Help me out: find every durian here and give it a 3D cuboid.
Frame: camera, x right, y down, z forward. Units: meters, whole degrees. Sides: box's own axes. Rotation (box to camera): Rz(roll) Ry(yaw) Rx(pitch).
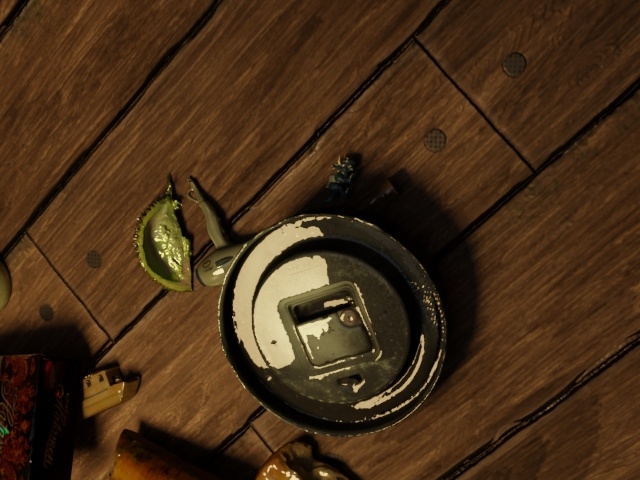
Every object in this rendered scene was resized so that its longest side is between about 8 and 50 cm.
[{"bbox_3d":[-0.285,-0.004,1.651,0.100,0.086,0.215,-12,100,-9],"label":"durian"}]

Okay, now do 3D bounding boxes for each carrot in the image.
[{"bbox_3d":[-0.266,0.443,1.666,0.302,0.114,0.114,21,108,31],"label":"carrot"}]

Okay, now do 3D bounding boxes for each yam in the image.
[{"bbox_3d":[0.000,0.000,1.532,0.327,0.045,0.045,-37,55,24],"label":"yam"}]

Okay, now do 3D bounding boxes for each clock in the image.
[{"bbox_3d":[0.023,0.132,1.500,0.386,0.076,0.386,5,108,16],"label":"clock"}]

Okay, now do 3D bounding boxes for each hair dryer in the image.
[{"bbox_3d":[-0.146,-0.027,1.598,0.167,0.067,0.199,-11,81,16],"label":"hair dryer"}]

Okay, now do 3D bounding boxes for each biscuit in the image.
[{"bbox_3d":[-0.010,0.492,1.603,0.274,0.091,0.213,44,111,8],"label":"biscuit"}]

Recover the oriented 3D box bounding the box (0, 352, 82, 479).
[{"bbox_3d":[-0.651,0.359,1.778,0.415,0.116,0.264,-6,72,31],"label":"box"}]

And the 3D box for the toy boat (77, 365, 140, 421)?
[{"bbox_3d":[-0.435,0.293,1.769,0.200,0.057,0.077,-26,84,26],"label":"toy boat"}]

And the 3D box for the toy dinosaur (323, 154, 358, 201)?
[{"bbox_3d":[0.032,-0.098,1.505,0.047,0.030,0.083,23,107,19],"label":"toy dinosaur"}]

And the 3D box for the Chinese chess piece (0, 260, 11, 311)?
[{"bbox_3d":[-0.686,0.089,1.838,0.144,0.058,0.144,4,101,22],"label":"Chinese chess piece"}]
